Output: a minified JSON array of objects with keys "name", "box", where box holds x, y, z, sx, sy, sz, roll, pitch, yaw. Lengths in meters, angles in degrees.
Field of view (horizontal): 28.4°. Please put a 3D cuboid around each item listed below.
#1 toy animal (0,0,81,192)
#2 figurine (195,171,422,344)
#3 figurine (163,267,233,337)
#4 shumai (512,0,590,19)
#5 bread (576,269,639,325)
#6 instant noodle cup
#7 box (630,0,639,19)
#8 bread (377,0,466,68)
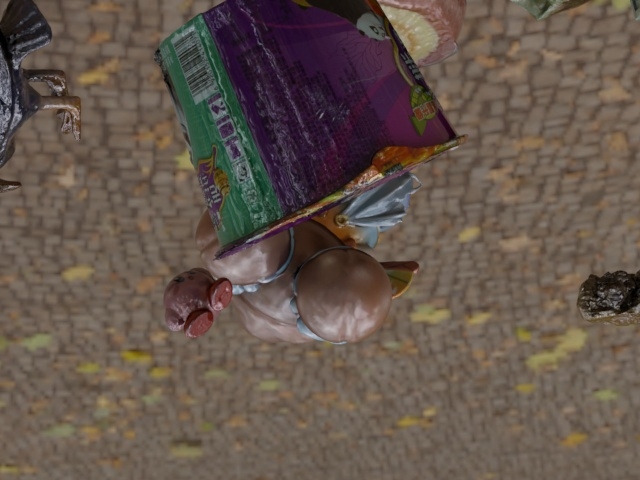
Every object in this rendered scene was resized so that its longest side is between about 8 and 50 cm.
[{"name":"toy animal","box":[-0.392,-0.167,1.567,0.185,0.122,0.298,-14,146,-24]},{"name":"figurine","box":[0.001,0.001,1.793,0.277,0.388,0.248,28,133,7]},{"name":"figurine","box":[-0.146,0.070,1.440,0.071,0.083,0.067,27,151,35]},{"name":"shumai","box":[0.316,-0.443,1.685,0.222,0.225,0.260,27,124,1]},{"name":"bread","box":[0.357,0.066,1.485,0.113,0.060,0.082,-6,166,18]},{"name":"instant noodle cup","box":[-0.021,-0.119,1.110,0.251,0.190,0.251,-25,180,0]},{"name":"box","box":[0.447,-0.422,1.584,0.117,0.225,0.225,-13,174,0]},{"name":"bread","box":[0.052,-0.264,1.354,0.190,0.123,0.244,-12,168,25]}]
